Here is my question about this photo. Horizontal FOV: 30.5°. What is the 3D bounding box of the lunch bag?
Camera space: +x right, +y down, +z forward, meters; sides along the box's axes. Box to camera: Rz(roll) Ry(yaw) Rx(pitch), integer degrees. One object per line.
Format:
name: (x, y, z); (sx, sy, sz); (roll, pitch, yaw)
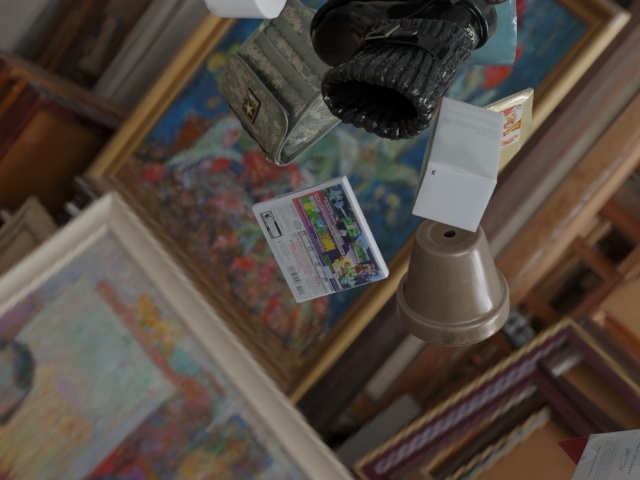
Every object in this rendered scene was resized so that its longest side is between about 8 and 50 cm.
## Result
lunch bag: (-0.066, -0.326, 2.448); (0.235, 0.287, 0.169); (52, 17, 26)

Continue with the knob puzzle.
knob puzzle: (0.358, -0.217, 2.434); (0.213, 0.213, 0.030); (27, 17, -50)

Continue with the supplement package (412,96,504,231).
supplement package: (0.210, -0.117, 1.783); (0.105, 0.105, 0.179); (17, 41, 1)

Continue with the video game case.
video game case: (0.000, 0.000, 2.069); (0.201, 0.183, 0.023); (65, 23, -18)

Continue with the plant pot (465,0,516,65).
plant pot: (0.230, -0.445, 2.090); (0.290, 0.195, 0.290); (-7, 90, -87)

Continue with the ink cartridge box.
ink cartridge box: (0.558, 0.459, 1.935); (0.309, 0.272, 0.130); (50, 50, -21)

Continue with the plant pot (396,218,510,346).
plant pot: (0.293, 0.071, 2.636); (0.263, 0.263, 0.229); (50, -23, 45)

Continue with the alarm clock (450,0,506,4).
alarm clock: (0.211, -0.315, 1.320); (0.064, 0.192, 0.129); (45, 54, -13)

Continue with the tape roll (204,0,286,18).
tape roll: (-0.126, -0.525, 2.015); (0.100, 0.286, 0.286); (5, 2, 15)

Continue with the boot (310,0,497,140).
boot: (0.069, -0.264, 1.739); (0.348, 0.260, 0.131); (0, -47, 44)
